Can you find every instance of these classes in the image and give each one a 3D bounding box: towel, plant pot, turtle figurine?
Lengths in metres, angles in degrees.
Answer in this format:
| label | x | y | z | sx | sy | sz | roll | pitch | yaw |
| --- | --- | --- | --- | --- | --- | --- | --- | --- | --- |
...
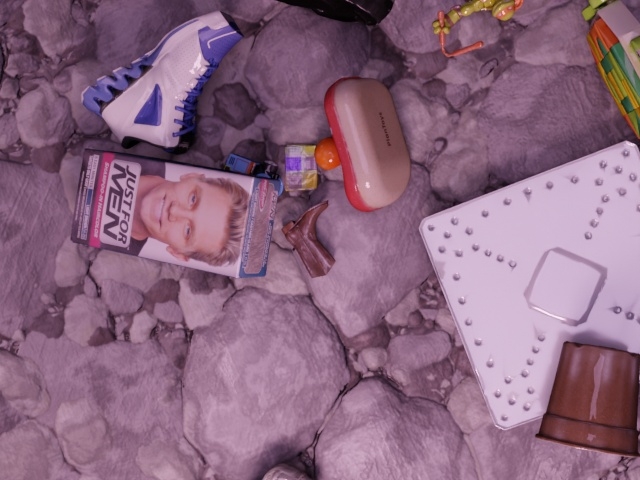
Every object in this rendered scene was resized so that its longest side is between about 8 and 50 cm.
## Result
| label | x | y | z | sx | sy | sz | roll | pitch | yaw |
| --- | --- | --- | --- | --- | --- | --- | --- | --- | --- |
| towel | -0.035 | -0.129 | 1.922 | 0.060 | 0.009 | 0.083 | 2 | 92 | 9 |
| plant pot | 0.443 | 0.254 | 1.746 | 0.167 | 0.167 | 0.165 | 8 | 85 | 8 |
| turtle figurine | 0.278 | -0.456 | 1.833 | 0.269 | 0.087 | 0.217 | -39 | 78 | 15 |

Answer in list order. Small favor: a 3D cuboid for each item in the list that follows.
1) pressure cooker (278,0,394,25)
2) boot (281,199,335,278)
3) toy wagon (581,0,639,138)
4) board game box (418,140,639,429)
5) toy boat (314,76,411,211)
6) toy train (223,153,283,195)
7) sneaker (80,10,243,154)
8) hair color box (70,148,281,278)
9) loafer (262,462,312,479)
| label | x | y | z | sx | sy | sz | roll | pitch | yaw |
| --- | --- | --- | --- | --- | --- | --- | --- | --- | --- |
| pressure cooker | 0.001 | -0.597 | 1.729 | 0.376 | 0.370 | 0.420 | 21 | 93 | 17 |
| boot | 0.000 | 0.000 | 1.905 | 0.106 | 0.037 | 0.114 | -36 | 83 | 20 |
| toy wagon | 0.495 | -0.268 | 1.676 | 0.068 | 0.344 | 0.267 | -28 | 88 | 9 |
| board game box | 0.416 | 0.078 | 1.843 | 0.390 | 0.050 | 0.389 | -21 | 88 | 8 |
| toy boat | 0.054 | -0.160 | 1.861 | 0.151 | 0.151 | 0.231 | -17 | 88 | 38 |
| toy train | -0.137 | -0.062 | 1.906 | 0.105 | 0.080 | 0.184 | 22 | 96 | 16 |
| sneaker | -0.250 | -0.257 | 1.902 | 0.315 | 0.127 | 0.182 | -30 | 91 | 14 |
| hair color box | -0.254 | -0.050 | 1.860 | 0.347 | 0.105 | 0.173 | 10 | 93 | 24 |
| loafer | -0.101 | 0.551 | 1.895 | 0.111 | 0.112 | 0.319 | 26 | 94 | 15 |
